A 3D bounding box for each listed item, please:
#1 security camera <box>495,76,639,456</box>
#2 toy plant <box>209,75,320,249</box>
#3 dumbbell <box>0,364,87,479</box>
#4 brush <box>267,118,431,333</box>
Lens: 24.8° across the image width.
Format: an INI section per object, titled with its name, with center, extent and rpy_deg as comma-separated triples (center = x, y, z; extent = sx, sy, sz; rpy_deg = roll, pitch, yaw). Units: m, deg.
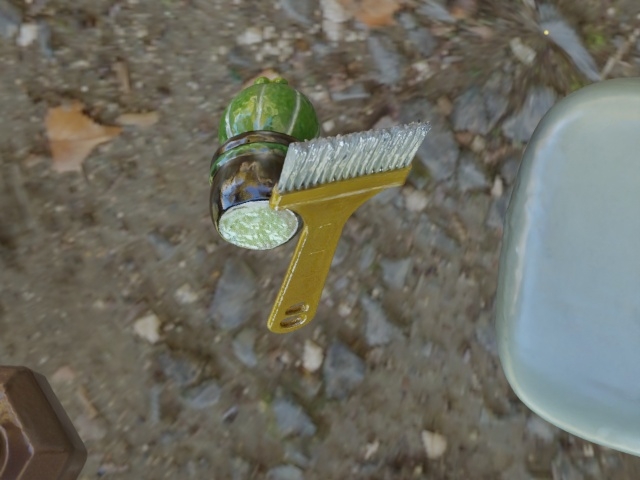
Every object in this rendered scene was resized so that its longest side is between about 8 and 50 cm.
[security camera]
center = 0.211, 0.031, 0.532
extent = 0.301, 0.080, 0.157
rpy_deg = 15, 104, 25
[toy plant]
center = -0.048, -0.074, 1.261
extent = 0.092, 0.162, 0.093
rpy_deg = 3, 142, 2
[dumbbell]
center = -0.161, 0.081, 0.596
extent = 0.082, 0.231, 0.092
rpy_deg = 29, 80, 10
[brush]
center = 0.000, 0.000, 1.059
extent = 0.103, 0.272, 0.013
rpy_deg = -11, 61, -20
